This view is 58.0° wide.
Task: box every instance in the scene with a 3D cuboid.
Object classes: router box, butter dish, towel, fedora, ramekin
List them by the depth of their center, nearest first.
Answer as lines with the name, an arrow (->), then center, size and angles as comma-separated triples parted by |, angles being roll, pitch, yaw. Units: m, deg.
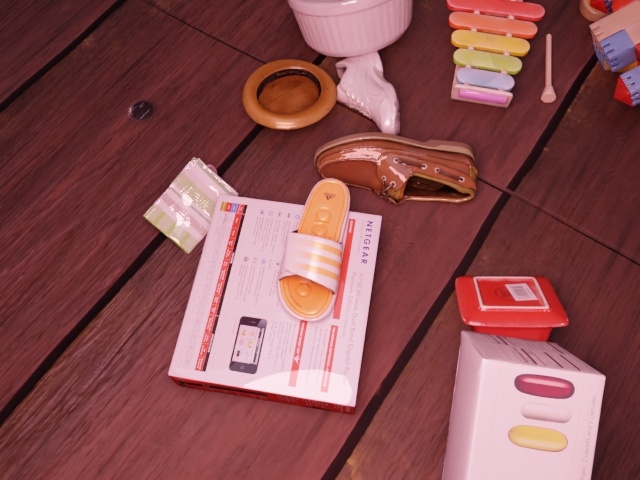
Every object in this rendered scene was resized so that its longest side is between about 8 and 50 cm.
butter dish -> 0.304, 0.133, 0.943 | 0.159, 0.118, 0.160 | -1, 23, 8
router box -> -0.065, 0.101, 0.986 | 0.300, 0.082, 0.336 | 9, 65, 6
towel -> -0.238, -0.066, 1.076 | 0.113, 0.023, 0.152 | 42, 72, -15
fedora -> -0.062, -0.280, 1.171 | 0.194, 0.079, 0.195 | 1, 60, -2
ramekin -> 0.070, -0.491, 1.200 | 0.272, 0.127, 0.273 | -9, 43, 8

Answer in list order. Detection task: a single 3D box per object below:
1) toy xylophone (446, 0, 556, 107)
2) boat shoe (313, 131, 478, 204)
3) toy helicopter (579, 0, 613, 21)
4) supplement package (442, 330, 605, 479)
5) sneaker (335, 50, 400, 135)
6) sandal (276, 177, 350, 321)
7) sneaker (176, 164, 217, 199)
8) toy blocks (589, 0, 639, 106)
toy xylophone -> 0.380, -0.402, 1.208 | 0.236, 0.081, 0.323 | 4, 65, 4
boat shoe -> 0.140, -0.126, 1.070 | 0.307, 0.111, 0.105 | 0, 63, 3
toy helicopter -> 0.689, -0.642, 1.288 | 0.235, 0.140, 0.355 | 38, 84, 12
supplement package -> 0.254, 0.274, 0.772 | 0.145, 0.204, 0.262 | 7, 91, 7
sneaker -> 0.090, -0.289, 1.174 | 0.115, 0.090, 0.232 | -17, 56, 1
sandal -> -0.010, -0.002, 0.944 | 0.101, 0.076, 0.266 | 8, 65, 7
sneaker -> -0.255, -0.104, 1.121 | 0.057, 0.047, 0.119 | 24, 65, 37
toy blocks -> 0.663, -0.417, 1.130 | 0.260, 0.190, 0.382 | -25, 56, 23
